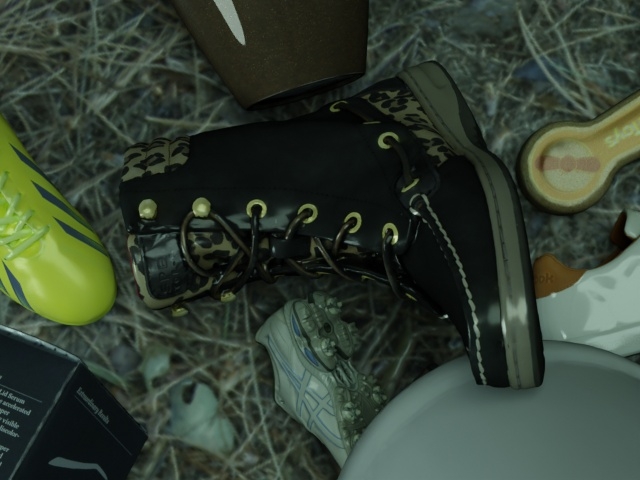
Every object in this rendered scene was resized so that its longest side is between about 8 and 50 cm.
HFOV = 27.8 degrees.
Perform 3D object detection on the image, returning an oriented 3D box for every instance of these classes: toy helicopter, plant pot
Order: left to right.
[{"bbox_3d":[-0.044,-0.233,1.077,0.215,0.215,0.230,-17,91,-7],"label":"plant pot"},{"bbox_3d":[0.339,-0.117,1.120,0.355,0.140,0.235,-30,90,2],"label":"toy helicopter"}]

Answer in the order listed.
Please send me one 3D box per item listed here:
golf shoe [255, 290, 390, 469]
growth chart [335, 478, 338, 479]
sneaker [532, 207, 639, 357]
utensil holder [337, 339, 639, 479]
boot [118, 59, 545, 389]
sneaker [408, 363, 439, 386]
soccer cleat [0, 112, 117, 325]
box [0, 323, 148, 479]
[{"bbox_3d":[0.005,0.133,1.062,0.069,0.086,0.176,-12,79,-51],"label":"golf shoe"},{"bbox_3d":[0.134,0.233,1.026,0.237,0.021,0.172,-9,108,-4],"label":"growth chart"},{"bbox_3d":[0.318,0.019,1.078,0.290,0.106,0.123,-13,81,-5],"label":"sneaker"},{"bbox_3d":[0.185,0.271,0.826,0.327,0.385,0.327,-1,101,-6],"label":"utensil holder"},{"bbox_3d":[0.000,0.000,0.977,0.284,0.138,0.377,-12,37,-2],"label":"boot"},{"bbox_3d":[0.142,0.154,1.065,0.158,0.061,0.065,34,66,0],"label":"sneaker"},{"bbox_3d":[-0.272,-0.050,1.051,0.093,0.121,0.289,-36,82,-10],"label":"soccer cleat"},{"bbox_3d":[-0.240,0.188,0.959,0.108,0.153,0.207,17,65,23],"label":"box"}]
